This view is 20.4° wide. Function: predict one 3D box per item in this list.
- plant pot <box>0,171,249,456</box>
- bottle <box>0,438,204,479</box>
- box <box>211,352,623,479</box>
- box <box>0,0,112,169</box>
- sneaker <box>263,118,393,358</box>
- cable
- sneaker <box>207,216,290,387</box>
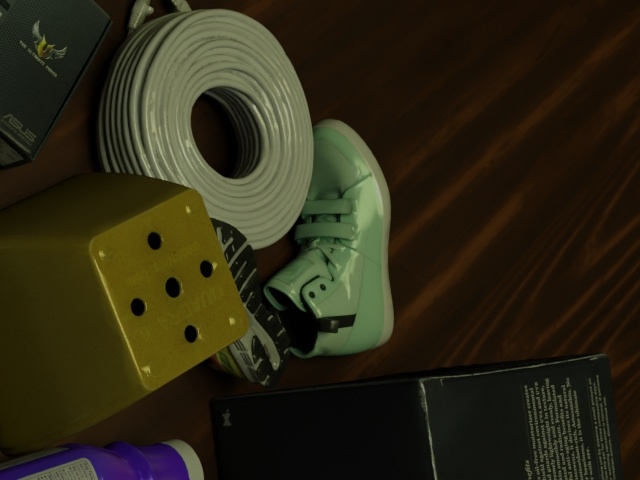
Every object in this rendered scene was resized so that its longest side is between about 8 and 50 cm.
[{"bbox_3d":[-0.193,0.053,1.611,0.212,0.187,0.212,-30,103,-45],"label":"plant pot"},{"bbox_3d":[-0.229,0.244,1.604,0.283,0.092,0.118,-14,97,-46],"label":"bottle"},{"bbox_3d":[0.098,0.222,1.797,0.294,0.296,0.182,-2,84,-45],"label":"box"},{"bbox_3d":[-0.319,-0.207,1.627,0.233,0.059,0.183,45,52,-30],"label":"box"},{"bbox_3d":[0.000,0.000,1.879,0.151,0.094,0.255,-12,93,-52],"label":"sneaker"},{"bbox_3d":[-0.110,-0.107,1.797,0.257,0.089,0.257,40,56,-33],"label":"cable"},{"bbox_3d":[-0.107,0.064,1.744,0.081,0.094,0.208,-54,137,-40],"label":"sneaker"}]
